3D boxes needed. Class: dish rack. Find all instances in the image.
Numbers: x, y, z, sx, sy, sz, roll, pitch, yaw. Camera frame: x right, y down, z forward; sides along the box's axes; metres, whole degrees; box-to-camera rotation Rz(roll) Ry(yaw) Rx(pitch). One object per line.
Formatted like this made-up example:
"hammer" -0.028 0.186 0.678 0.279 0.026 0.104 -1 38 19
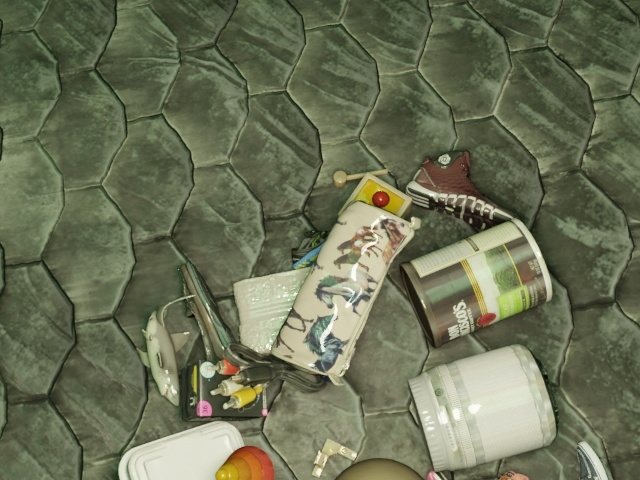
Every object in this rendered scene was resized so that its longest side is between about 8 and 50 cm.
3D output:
"dish rack" -0.247 0.555 1.759 0.285 0.072 0.333 -13 68 -27

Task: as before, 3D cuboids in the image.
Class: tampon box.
"tampon box" -0.211 0.331 1.833 0.161 0.101 0.121 7 69 -32

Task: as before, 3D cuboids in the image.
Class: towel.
"towel" -0.056 0.163 1.939 0.282 0.049 0.187 -11 71 3

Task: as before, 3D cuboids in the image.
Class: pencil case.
"pencil case" 0.059 0.103 1.817 0.183 0.160 0.410 26 85 17

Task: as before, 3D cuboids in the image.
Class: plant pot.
"plant pot" 0.117 0.559 1.675 0.256 0.274 0.257 -2 72 5

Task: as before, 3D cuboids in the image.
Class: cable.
"cable" -0.119 0.290 1.829 0.072 0.287 0.140 -45 57 33

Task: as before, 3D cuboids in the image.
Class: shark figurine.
"shark figurine" -0.342 0.216 1.901 0.116 0.278 0.166 -17 36 -32

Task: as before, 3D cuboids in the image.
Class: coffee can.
"coffee can" 0.337 0.092 1.840 0.275 0.201 0.202 -22 71 -2

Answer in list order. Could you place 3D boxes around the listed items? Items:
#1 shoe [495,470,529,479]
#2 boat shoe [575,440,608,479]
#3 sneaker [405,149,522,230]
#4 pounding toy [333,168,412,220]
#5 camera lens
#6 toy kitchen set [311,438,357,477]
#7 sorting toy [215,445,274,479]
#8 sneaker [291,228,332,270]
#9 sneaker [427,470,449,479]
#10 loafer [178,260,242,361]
"shoe" 0.375 0.512 1.734 0.063 0.178 0.081 -3 59 50
"boat shoe" 0.558 0.519 1.751 0.083 0.065 0.183 -19 72 -2
"sneaker" 0.354 -0.131 1.965 0.281 0.106 0.163 21 70 10
"pounding toy" 0.112 -0.110 1.985 0.206 0.094 0.181 32 78 14
"camera lens" 0.340 0.349 1.747 0.274 0.219 0.220 -16 71 0
"toy kitchen set" 0.029 0.483 1.816 0.075 0.068 0.083 23 76 12
"sorting toy" -0.094 0.549 1.630 0.127 0.126 0.365 -49 62 5
"sneaker" 0.000 0.000 1.947 0.188 0.067 0.078 -35 60 28
"sneaker" 0.300 0.535 1.767 0.170 0.063 0.075 43 64 0
"loafer" -0.276 0.176 1.937 0.084 0.096 0.268 -30 74 2
